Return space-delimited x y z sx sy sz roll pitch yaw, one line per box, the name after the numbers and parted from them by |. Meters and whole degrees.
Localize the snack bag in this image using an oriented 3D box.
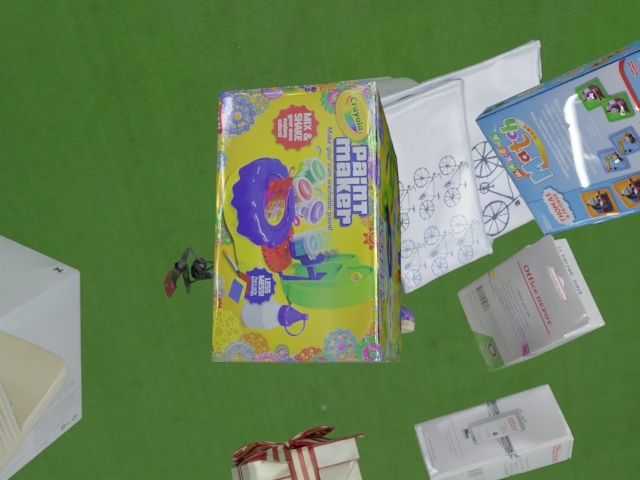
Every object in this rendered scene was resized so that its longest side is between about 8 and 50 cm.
0.242 -0.117 1.136 0.343 0.037 0.323 -24 116 -18 | snack bag

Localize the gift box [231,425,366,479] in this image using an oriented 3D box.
-0.027 0.518 1.427 0.255 0.276 0.258 -7 71 -24 | gift box

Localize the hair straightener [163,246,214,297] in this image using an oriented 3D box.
-0.248 0.057 1.354 0.089 0.230 0.047 -11 72 -20 | hair straightener

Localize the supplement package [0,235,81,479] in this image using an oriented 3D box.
-0.456 0.153 0.919 0.198 0.199 0.262 21 121 18 | supplement package

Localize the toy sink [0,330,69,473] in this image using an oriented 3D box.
-0.288 0.110 0.432 0.153 0.234 0.131 20 138 8 | toy sink

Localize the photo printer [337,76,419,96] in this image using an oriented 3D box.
0.063 -0.158 1.235 0.107 0.307 0.256 31 115 16 | photo printer

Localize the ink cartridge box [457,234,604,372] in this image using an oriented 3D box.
0.465 0.133 1.527 0.119 0.207 0.353 -10 160 -26 | ink cartridge box

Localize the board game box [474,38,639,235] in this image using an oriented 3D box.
0.283 -0.098 0.712 0.211 0.039 0.160 -19 111 49 | board game box

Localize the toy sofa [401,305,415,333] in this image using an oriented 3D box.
0.028 0.087 1.184 0.177 0.362 0.150 9 74 -10 | toy sofa

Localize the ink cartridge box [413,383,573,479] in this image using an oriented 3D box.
0.354 0.414 1.444 0.283 0.117 0.207 -19 148 6 | ink cartridge box

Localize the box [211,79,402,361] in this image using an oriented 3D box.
0.000 0.000 0.845 0.177 0.279 0.289 -2 80 10 | box
